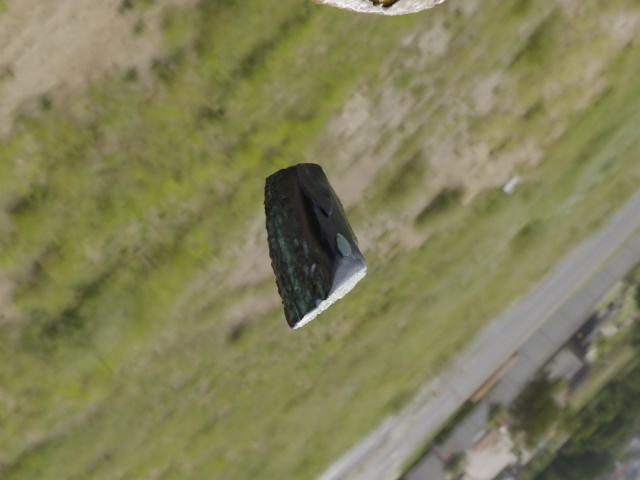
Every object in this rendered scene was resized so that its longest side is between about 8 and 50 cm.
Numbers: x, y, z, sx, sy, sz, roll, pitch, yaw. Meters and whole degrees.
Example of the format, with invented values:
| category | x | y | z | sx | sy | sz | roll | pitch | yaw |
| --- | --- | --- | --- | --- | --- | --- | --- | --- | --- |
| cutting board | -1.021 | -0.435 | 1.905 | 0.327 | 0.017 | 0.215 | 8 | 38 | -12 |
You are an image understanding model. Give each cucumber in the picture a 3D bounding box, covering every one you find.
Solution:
| category | x | y | z | sx | sy | sz | roll | pitch | yaw |
| --- | --- | --- | --- | --- | --- | --- | --- | --- | --- |
| cucumber | 0.000 | 0.000 | 1.511 | 0.115 | 0.193 | 0.086 | -2 | 150 | -30 |

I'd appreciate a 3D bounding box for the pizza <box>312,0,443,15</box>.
| category | x | y | z | sx | sy | sz | roll | pitch | yaw |
| --- | --- | --- | --- | --- | --- | --- | --- | --- | --- |
| pizza | 0.094 | -0.424 | 1.602 | 0.392 | 0.080 | 0.435 | 43 | 70 | -47 |
